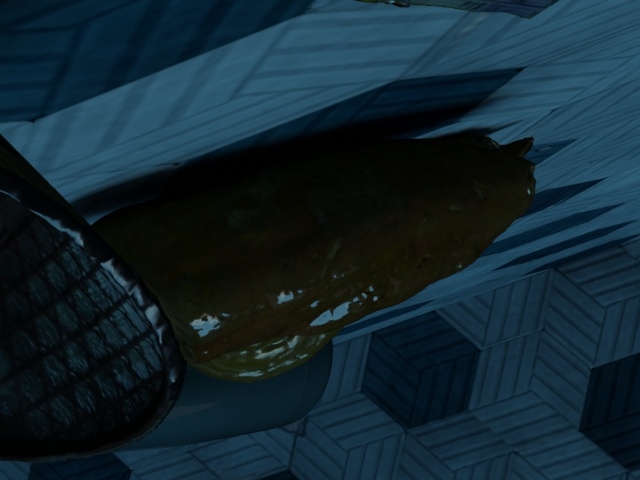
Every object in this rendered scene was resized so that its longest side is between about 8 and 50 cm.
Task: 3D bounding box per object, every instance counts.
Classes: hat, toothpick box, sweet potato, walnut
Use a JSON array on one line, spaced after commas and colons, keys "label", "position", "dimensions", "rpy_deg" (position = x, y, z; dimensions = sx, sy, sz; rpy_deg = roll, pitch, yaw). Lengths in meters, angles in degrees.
[{"label": "hat", "position": [-0.121, -0.018, 0.425], "dimensions": [0.193, 0.082, 0.193], "rpy_deg": [10, 150, 6]}, {"label": "toothpick box", "position": [-0.092, 0.080, 1.078], "dimensions": [0.184, 0.120, 0.120], "rpy_deg": [-9, 168, -45]}, {"label": "sweet potato", "position": [0.000, 0.000, 0.798], "dimensions": [0.252, 0.097, 0.097], "rpy_deg": [-14, 172, -26]}, {"label": "walnut", "position": [-0.032, 0.025, 0.901], "dimensions": [0.124, 0.105, 0.105], "rpy_deg": [-20, 174, -10]}]

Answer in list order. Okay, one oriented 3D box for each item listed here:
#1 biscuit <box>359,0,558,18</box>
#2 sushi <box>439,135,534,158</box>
[{"label": "biscuit", "position": [0.028, -0.085, 0.469], "dimensions": [0.048, 0.026, 0.292], "rpy_deg": [-27, 171, 28]}, {"label": "sushi", "position": [0.070, -0.032, 0.920], "dimensions": [0.120, 0.052, 0.055], "rpy_deg": [-11, -175, -38]}]
